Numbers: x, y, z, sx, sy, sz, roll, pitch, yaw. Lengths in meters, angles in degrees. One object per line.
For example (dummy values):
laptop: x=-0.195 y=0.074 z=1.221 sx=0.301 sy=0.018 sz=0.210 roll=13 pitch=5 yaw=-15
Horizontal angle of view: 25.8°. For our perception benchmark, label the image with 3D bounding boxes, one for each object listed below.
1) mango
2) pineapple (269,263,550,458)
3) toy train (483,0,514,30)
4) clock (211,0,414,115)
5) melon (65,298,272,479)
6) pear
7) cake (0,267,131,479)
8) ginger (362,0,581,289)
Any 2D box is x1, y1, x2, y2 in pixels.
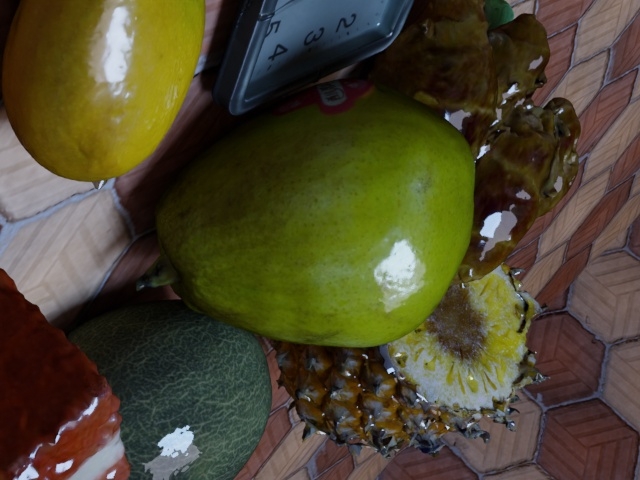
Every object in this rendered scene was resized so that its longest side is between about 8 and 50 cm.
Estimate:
mango: x=-0.168 y=-0.166 z=1.102 sx=0.176 sy=0.119 sz=0.316 roll=-25 pitch=142 yaw=-42
pineapple: x=0.104 y=0.136 z=1.865 sx=0.352 sy=0.352 sz=0.300 roll=-32 pitch=176 yaw=-37
toy train: x=0.194 y=-0.235 z=1.760 sx=0.149 sy=0.081 sz=0.099 roll=-53 pitch=159 yaw=15
clock: x=0.017 y=-0.267 z=1.377 sx=0.279 sy=0.049 sz=0.273 roll=-30 pitch=155 yaw=-41
melon: x=-0.184 y=0.186 z=1.537 sx=0.302 sy=0.237 sz=0.237 roll=-24 pitch=150 yaw=-48
pear: x=-0.017 y=-0.016 z=1.471 sx=0.375 sy=0.287 sz=0.287 roll=-19 pitch=154 yaw=-8
cake: x=-0.338 y=0.181 z=1.157 sx=0.269 sy=0.270 sz=0.319 roll=-38 pitch=159 yaw=-24
ginger: x=0.181 y=-0.131 z=1.663 sx=0.274 sy=0.152 sz=0.357 roll=-31 pitch=116 yaw=-5
